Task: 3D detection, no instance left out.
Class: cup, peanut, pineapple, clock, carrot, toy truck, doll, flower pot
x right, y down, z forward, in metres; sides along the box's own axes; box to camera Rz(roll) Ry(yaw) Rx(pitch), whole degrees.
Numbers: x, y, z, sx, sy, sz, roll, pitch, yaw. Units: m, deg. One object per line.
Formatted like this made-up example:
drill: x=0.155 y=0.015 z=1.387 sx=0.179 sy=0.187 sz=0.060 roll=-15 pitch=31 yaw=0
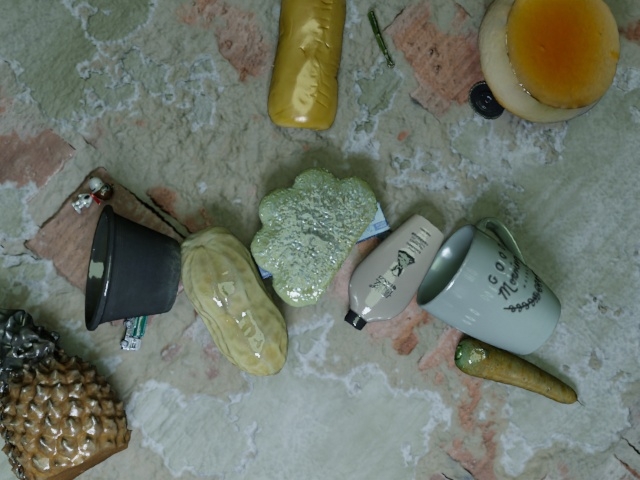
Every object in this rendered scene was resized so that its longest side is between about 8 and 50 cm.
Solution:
cup: x=0.344 y=0.078 z=1.518 sx=0.234 sy=0.186 sz=0.258 roll=31 pitch=56 yaw=-9
peanut: x=-0.164 y=0.120 z=1.475 sx=0.152 sy=0.152 sz=0.313 roll=-27 pitch=90 yaw=-6
pineapple: x=-0.510 y=0.263 z=1.418 sx=0.223 sy=0.223 sz=0.357 roll=-31 pitch=79 yaw=-6
clock: x=0.347 y=-0.291 z=1.616 sx=0.083 sy=0.010 sz=0.074 roll=32 pitch=84 yaw=-1
carrot: x=0.407 y=0.271 z=1.549 sx=0.298 sy=0.078 sz=0.078 roll=23 pitch=84 yaw=-8
toy truck: x=-0.362 y=0.174 z=1.509 sx=0.044 sy=0.039 sz=0.083 roll=12 pitch=82 yaw=-17
doll: x=-0.447 y=-0.087 z=1.525 sx=0.058 sy=0.040 sz=0.085 roll=32 pitch=79 yaw=12
flower pot: x=-0.346 y=0.058 z=1.448 sx=0.148 sy=0.235 sz=0.235 roll=8 pitch=84 yaw=-23

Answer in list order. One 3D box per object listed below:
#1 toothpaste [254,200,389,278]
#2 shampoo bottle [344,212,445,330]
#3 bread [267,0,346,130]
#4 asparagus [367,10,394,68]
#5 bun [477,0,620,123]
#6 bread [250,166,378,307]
toothpaste: x=0.000 y=0.000 z=1.543 sx=0.272 sy=0.053 sz=0.066 roll=-21 pitch=87 yaw=-5
shampoo bottle: x=0.138 y=0.069 z=1.535 sx=0.127 sy=0.078 sz=0.257 roll=38 pitch=85 yaw=-1
bread: x=-0.025 y=-0.372 z=1.558 sx=0.142 sy=0.091 sz=0.305 roll=6 pitch=85 yaw=-9
asparagus: x=0.125 y=-0.414 z=1.607 sx=0.018 sy=0.015 sz=0.127 roll=-20 pitch=87 yaw=-4
bun: x=0.438 y=-0.381 z=1.555 sx=0.299 sy=0.165 sz=0.299 roll=0 pitch=89 yaw=-21
bread: x=-0.028 y=-0.023 z=1.494 sx=0.207 sy=0.056 sz=0.286 roll=30 pitch=80 yaw=0
